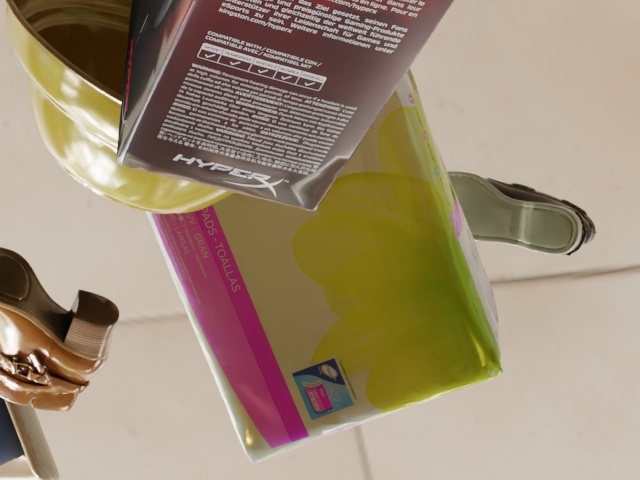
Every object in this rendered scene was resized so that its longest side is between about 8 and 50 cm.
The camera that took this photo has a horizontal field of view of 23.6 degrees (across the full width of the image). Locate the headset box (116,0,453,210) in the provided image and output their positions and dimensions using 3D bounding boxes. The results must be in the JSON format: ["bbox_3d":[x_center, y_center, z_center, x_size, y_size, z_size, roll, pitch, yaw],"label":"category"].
[{"bbox_3d":[0.003,-0.188,0.700,0.110,0.218,0.293,13,144,-18],"label":"headset box"}]

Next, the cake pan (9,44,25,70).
[{"bbox_3d":[-0.182,-0.169,1.537,0.293,0.293,0.054,21,105,-12],"label":"cake pan"}]

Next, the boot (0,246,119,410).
[{"bbox_3d":[-0.311,0.095,1.542,0.197,0.073,0.152,25,129,-7],"label":"boot"}]

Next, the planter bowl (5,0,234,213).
[{"bbox_3d":[-0.097,-0.079,0.883,0.217,0.217,0.090,22,117,-13],"label":"planter bowl"}]

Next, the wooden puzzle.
[{"bbox_3d":[-0.452,0.148,1.835,0.348,0.080,0.322,-11,100,59],"label":"wooden puzzle"}]

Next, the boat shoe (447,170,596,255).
[{"bbox_3d":[0.237,-0.033,1.938,0.228,0.069,0.081,21,104,33],"label":"boat shoe"}]

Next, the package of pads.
[{"bbox_3d":[0.000,0.000,1.203,0.229,0.101,0.296,-21,103,8],"label":"package of pads"}]
